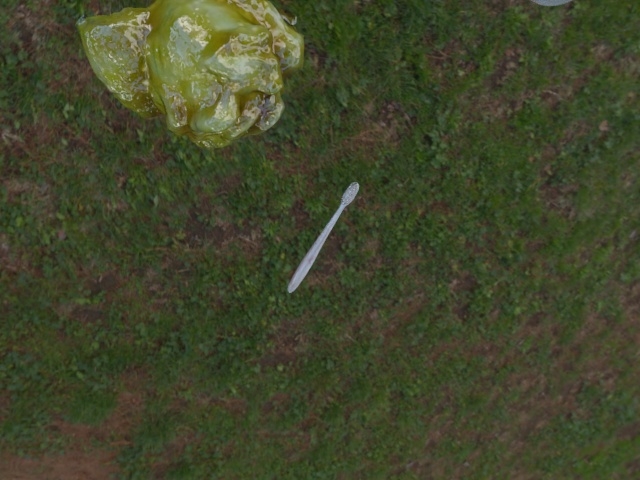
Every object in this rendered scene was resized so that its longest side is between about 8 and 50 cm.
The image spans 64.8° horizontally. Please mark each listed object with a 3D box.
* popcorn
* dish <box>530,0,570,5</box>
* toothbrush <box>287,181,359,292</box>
[{"bbox_3d":[-0.203,-0.281,0.806,0.325,0.290,0.321,-14,172,-43],"label":"popcorn"},{"bbox_3d":[0.277,-0.354,0.461,0.260,0.085,0.260,-20,126,-29],"label":"dish"},{"bbox_3d":[0.000,0.000,1.121,0.025,0.029,0.307,35,112,8],"label":"toothbrush"}]
